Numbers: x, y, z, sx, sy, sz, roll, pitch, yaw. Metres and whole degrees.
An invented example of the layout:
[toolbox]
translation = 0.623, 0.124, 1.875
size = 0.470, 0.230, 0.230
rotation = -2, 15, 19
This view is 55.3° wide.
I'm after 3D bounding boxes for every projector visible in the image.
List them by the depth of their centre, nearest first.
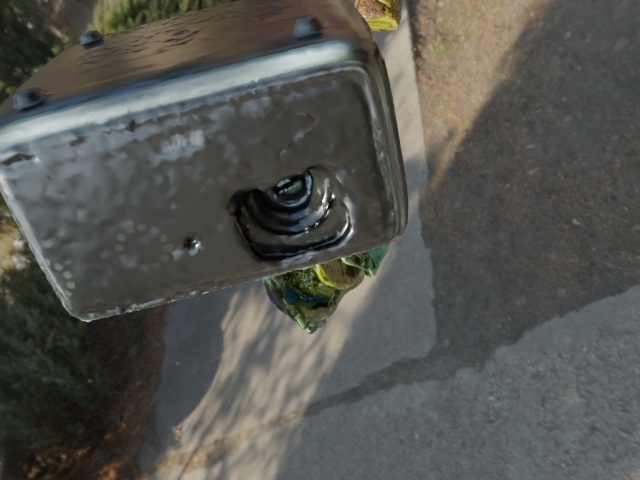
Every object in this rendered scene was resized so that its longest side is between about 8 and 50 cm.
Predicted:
[projector]
translation = -0.128, -0.144, 0.740
size = 0.394, 0.242, 0.405
rotation = -15, 31, 2

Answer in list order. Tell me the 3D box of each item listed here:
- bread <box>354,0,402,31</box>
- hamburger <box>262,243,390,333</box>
[bread]
translation = 0.148, -0.633, 1.568
size = 0.103, 0.131, 0.172
rotation = 38, -123, -82
[hamburger]
translation = 0.006, 0.005, 0.998
size = 0.150, 0.260, 0.276
rotation = -24, 38, 31
